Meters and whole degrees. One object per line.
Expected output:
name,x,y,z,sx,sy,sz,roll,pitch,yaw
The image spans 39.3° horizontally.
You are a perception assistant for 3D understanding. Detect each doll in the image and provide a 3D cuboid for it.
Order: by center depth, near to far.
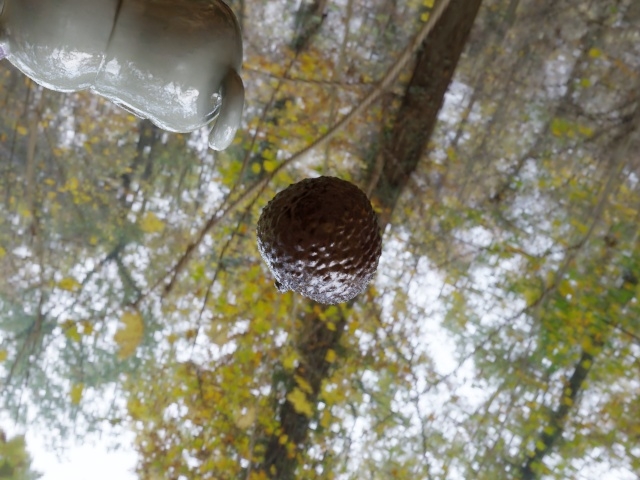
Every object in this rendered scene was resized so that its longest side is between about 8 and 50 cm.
doll,-0.282,-0.290,1.317,0.371,0.214,0.226,21,-159,-15

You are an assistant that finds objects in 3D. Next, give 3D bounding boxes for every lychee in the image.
lychee,0.000,0.000,1.727,0.261,0.260,0.260,16,-154,-8
